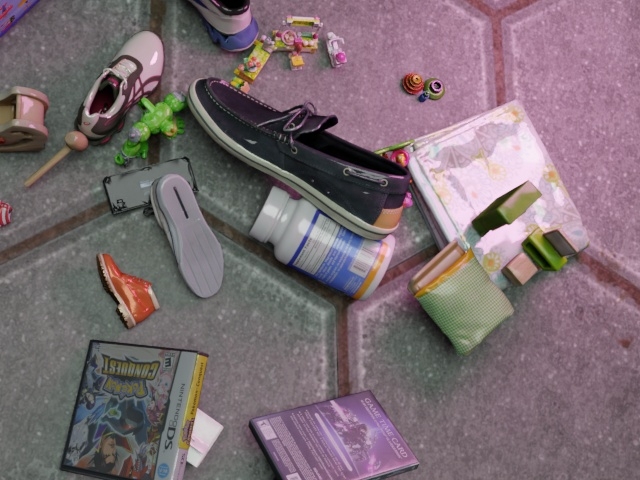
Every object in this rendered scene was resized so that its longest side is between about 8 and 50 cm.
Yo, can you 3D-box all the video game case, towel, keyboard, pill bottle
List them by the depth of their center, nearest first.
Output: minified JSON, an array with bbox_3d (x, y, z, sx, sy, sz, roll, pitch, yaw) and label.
[{"bbox_3d":[-0.342,0.313,1.667,0.274,0.035,0.248,1,74,32],"label":"video game case"},{"bbox_3d":[0.026,0.387,1.744,0.274,0.026,0.196,-7,42,-30],"label":"video game case"},{"bbox_3d":[0.000,0.000,1.845,0.272,0.152,0.152,27,74,-6],"label":"pill bottle"},{"bbox_3d":[-0.338,-0.097,1.853,0.180,0.023,0.108,-16,84,-15],"label":"keyboard"},{"bbox_3d":[0.376,-0.092,1.985,0.320,0.090,0.375,-24,85,-16],"label":"towel"}]

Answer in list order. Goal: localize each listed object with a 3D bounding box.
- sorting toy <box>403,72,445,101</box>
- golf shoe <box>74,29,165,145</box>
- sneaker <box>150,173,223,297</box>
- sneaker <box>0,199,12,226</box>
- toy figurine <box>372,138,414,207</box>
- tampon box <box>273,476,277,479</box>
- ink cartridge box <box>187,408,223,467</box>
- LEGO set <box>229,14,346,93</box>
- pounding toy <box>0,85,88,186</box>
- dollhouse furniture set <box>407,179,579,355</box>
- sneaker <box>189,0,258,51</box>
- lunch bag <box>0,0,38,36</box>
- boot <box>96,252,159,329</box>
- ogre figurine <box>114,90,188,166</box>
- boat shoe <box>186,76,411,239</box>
[{"bbox_3d":[0.233,-0.341,2.028,0.102,0.042,0.061,8,77,-12],"label":"sorting toy"},{"bbox_3d":[-0.392,-0.317,1.838,0.105,0.120,0.273,28,72,-4],"label":"golf shoe"},{"bbox_3d":[-0.264,-0.013,1.822,0.094,0.091,0.258,-21,105,-23],"label":"sneaker"},{"bbox_3d":[-0.636,-0.080,1.769,0.067,0.042,0.118,-18,91,-12],"label":"sneaker"},{"bbox_3d":[0.137,-0.111,1.918,0.173,0.130,0.159,-17,96,13],"label":"toy figurine"},{"bbox_3d":[-0.042,0.518,1.709,0.120,0.161,0.101,15,33,-10],"label":"tampon box"},{"bbox_3d":[-0.246,0.361,1.713,0.092,0.143,0.090,35,73,-5],"label":"ink cartridge box"},{"bbox_3d":[-0.085,-0.397,1.931,0.287,0.107,0.132,-23,84,-17],"label":"LEGO set"},{"bbox_3d":[-0.587,-0.193,1.730,0.269,0.154,0.155,-2,78,-2],"label":"pounding toy"},{"bbox_3d":[0.346,0.061,1.821,0.301,0.151,0.197,-41,92,-16],"label":"dollhouse furniture set"},{"bbox_3d":[-0.242,-0.549,1.879,0.315,0.182,0.127,44,72,8],"label":"sneaker"},{"bbox_3d":[-0.607,-0.509,1.773,0.293,0.221,0.138,-38,89,-17],"label":"lunch bag"},{"bbox_3d":[-0.377,0.085,1.791,0.084,0.059,0.158,-30,95,-20],"label":"boot"},{"bbox_3d":[-0.331,-0.233,1.833,0.197,0.118,0.097,-25,85,-16],"label":"ogre figurine"},{"bbox_3d":[-0.038,-0.195,1.803,0.500,0.156,0.187,34,28,9],"label":"boat shoe"}]
